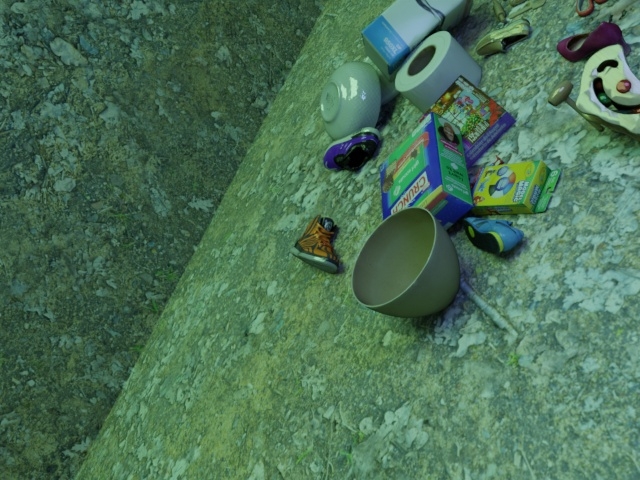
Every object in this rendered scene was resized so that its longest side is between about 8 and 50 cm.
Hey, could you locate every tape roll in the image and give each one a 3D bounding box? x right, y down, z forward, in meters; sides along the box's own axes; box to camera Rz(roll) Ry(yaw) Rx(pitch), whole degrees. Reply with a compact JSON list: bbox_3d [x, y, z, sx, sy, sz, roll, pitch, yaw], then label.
[{"bbox_3d":[0.396,-0.555,1.947,0.246,0.169,0.246,-39,32,30],"label":"tape roll"}]

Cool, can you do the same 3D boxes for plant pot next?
[{"bbox_3d":[0.242,0.083,1.459,0.284,0.191,0.284,-39,32,30],"label":"plant pot"}]

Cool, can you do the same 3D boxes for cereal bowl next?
[{"bbox_3d":[0.096,-0.550,2.313,0.339,0.141,0.339,3,94,62],"label":"cereal bowl"}]

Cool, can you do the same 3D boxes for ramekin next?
[{"bbox_3d":[0.259,-0.696,2.378,0.273,0.127,0.273,-40,31,30],"label":"ramekin"}]

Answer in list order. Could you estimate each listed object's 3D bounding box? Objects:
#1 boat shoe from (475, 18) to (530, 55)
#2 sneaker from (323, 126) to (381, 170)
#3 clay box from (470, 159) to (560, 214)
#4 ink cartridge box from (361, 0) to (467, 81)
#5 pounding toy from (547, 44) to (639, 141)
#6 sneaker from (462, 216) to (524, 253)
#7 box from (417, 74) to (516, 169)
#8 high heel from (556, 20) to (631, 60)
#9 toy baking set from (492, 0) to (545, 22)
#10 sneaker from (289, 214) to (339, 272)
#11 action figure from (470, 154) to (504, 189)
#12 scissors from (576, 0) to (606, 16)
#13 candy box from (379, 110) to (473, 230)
[{"bbox_3d":[0.582,-0.639,1.853,0.190,0.068,0.072,-22,54,48],"label":"boat shoe"},{"bbox_3d":[0.104,-0.325,2.247,0.293,0.102,0.146,-26,40,45],"label":"sneaker"},{"bbox_3d":[0.483,-0.131,1.453,0.222,0.053,0.128,0,61,60],"label":"clay box"},{"bbox_3d":[0.354,-0.792,2.091,0.395,0.166,0.285,-40,-3,8],"label":"ink cartridge box"},{"bbox_3d":[0.661,-0.323,1.274,0.269,0.154,0.154,37,105,33],"label":"pounding toy"},{"bbox_3d":[0.427,-0.021,1.429,0.082,0.069,0.209,-23,17,-7],"label":"sneaker"},{"bbox_3d":[0.435,-0.363,1.752,0.201,0.057,0.293,-48,35,18],"label":"box"},{"bbox_3d":[0.681,-0.527,1.495,0.082,0.117,0.244,-51,27,10],"label":"high heel"},{"bbox_3d":[0.672,-0.824,1.942,0.196,0.030,0.256,-34,34,36],"label":"toy baking set"},{"bbox_3d":[0.000,0.000,2.030,0.180,0.124,0.321,-59,27,-5],"label":"sneaker"},{"bbox_3d":[0.451,-0.184,1.585,0.115,0.038,0.030,-48,50,13],"label":"action figure"},{"bbox_3d":[0.796,-0.767,1.682,0.109,0.021,0.297,-28,39,46],"label":"scissors"},{"bbox_3d":[0.291,-0.158,1.644,0.268,0.122,0.317,-47,32,44],"label":"candy box"}]
